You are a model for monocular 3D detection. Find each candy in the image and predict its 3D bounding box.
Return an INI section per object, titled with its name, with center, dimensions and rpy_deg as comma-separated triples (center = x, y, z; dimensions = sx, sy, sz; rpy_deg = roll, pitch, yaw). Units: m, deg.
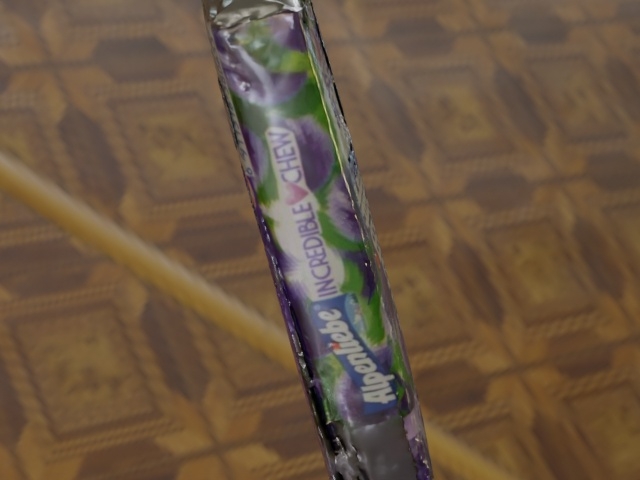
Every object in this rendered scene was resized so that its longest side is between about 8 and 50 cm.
[candy]
center = 0.000, 0.000, 1.043
dimensions = 0.088, 0.061, 0.312
rpy_deg = -102, 178, -59
